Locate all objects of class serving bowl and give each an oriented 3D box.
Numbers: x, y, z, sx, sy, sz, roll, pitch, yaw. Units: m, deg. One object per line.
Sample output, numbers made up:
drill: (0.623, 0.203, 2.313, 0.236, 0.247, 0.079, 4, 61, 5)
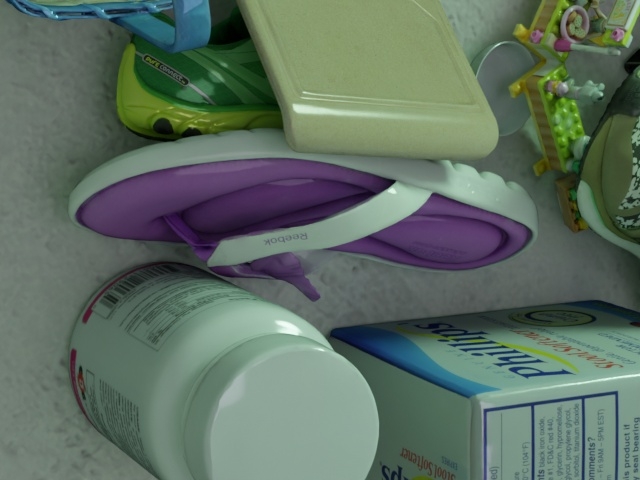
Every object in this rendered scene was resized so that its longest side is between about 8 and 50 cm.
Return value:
serving bowl: (0.153, -0.134, 1.596, 0.083, 0.027, 0.083, -12, 108, -40)

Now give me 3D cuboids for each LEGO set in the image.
LEGO set: (0.245, -0.143, 1.584, 0.132, 0.107, 0.287, 3, 97, -42)

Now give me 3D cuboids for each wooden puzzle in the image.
wooden puzzle: (0.020, -0.170, 1.446, 0.221, 0.044, 0.239, 0, 62, -41)

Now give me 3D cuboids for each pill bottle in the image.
pill bottle: (-0.077, 0.116, 1.394, 0.160, 0.283, 0.160, -5, 101, -24)

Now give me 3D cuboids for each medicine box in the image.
medicine box: (0.188, 0.154, 1.536, 0.289, 0.263, 0.149, -4, 100, -25)

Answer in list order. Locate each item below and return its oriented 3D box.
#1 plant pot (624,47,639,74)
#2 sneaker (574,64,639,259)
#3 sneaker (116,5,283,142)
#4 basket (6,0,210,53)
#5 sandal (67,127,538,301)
plant pot: (0.425, -0.156, 1.646, 0.187, 0.188, 0.167, 45, 72, -24)
sneaker: (0.364, -0.007, 1.586, 0.158, 0.182, 0.410, -56, 137, -14)
sneaker: (-0.020, -0.138, 1.472, 0.295, 0.109, 0.123, -1, 93, -31)
basket: (-0.148, -0.265, 1.291, 0.201, 0.289, 0.255, -12, 103, -23)
sandal: (0.006, -0.007, 1.468, 0.416, 0.169, 0.102, 3, 61, -27)
